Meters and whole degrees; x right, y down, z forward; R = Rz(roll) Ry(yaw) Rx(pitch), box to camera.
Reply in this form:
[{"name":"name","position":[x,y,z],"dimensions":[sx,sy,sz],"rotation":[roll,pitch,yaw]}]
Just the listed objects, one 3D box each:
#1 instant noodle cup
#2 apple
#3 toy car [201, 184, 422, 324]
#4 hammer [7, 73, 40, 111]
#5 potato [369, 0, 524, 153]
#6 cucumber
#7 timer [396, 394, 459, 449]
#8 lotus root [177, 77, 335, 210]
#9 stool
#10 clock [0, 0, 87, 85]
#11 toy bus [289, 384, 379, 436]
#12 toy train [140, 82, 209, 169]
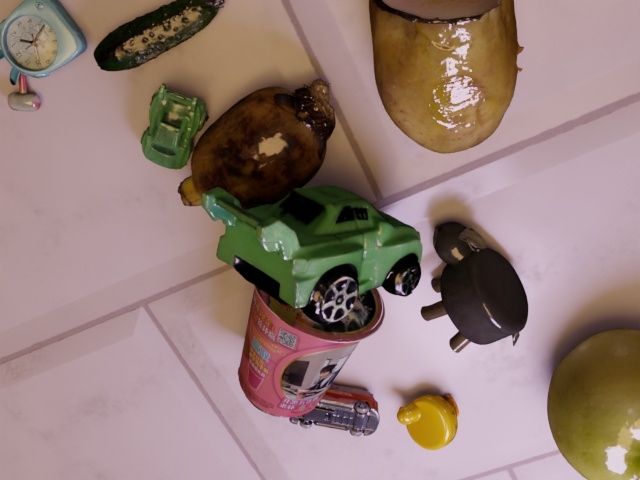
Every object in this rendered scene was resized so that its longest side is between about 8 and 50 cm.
[{"name":"instant noodle cup","position":[-0.039,0.174,1.236],"dimensions":[0.243,0.244,0.255],"rotation":[19,124,-6]},{"name":"apple","position":[0.554,0.306,1.239],"dimensions":[0.291,0.254,0.292],"rotation":[0,112,1]},{"name":"toy car","position":[0.000,0.000,1.066],"dimensions":[0.358,0.213,0.177],"rotation":[-14,120,-40]},{"name":"hammer","position":[-0.488,-0.254,1.144],"dimensions":[0.052,0.031,0.083],"rotation":[2,111,-2]},{"name":"potato","position":[0.184,-0.256,1.022],"dimensions":[0.229,0.229,0.266],"rotation":[-5,131,6]},{"name":"cucumber","position":[-0.248,-0.322,1.077],"dimensions":[0.227,0.069,0.069],"rotation":[-24,113,10]},{"name":"timer","position":[0.210,0.356,1.363],"dimensions":[0.107,0.109,0.107],"rotation":[5,98,41]},{"name":"lotus root","position":[-0.103,-0.134,1.117],"dimensions":[0.314,0.141,0.169],"rotation":[-33,112,18]},{"name":"stool","position":[0.261,0.083,1.220],"dimensions":[0.153,0.228,0.139],"rotation":[5,152,-45]},{"name":"clock","position":[-0.452,-0.307,1.097],"dimensions":[0.147,0.045,0.108],"rotation":[-32,106,11]},{"name":"toy bus","position":[0.029,0.327,1.377],"dimensions":[0.174,0.077,0.079],"rotation":[10,117,-2]},{"name":"toy train","position":[-0.242,-0.184,1.134],"dimensions":[0.099,0.081,0.149],"rotation":[20,116,-8]}]
